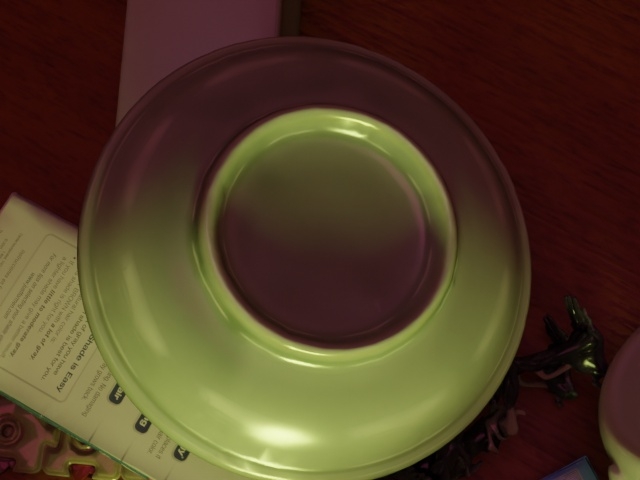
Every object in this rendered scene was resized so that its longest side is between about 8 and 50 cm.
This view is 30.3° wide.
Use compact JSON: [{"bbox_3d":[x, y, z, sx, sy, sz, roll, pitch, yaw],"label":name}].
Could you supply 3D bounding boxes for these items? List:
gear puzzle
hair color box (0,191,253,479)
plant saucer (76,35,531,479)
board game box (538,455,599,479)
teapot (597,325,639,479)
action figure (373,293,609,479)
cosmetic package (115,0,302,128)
[{"bbox_3d":[-0.180,0.162,1.198,0.338,0.044,0.176,4,74,4],"label":"gear puzzle"},{"bbox_3d":[-0.185,0.115,1.133,0.347,0.105,0.174,28,76,10],"label":"hair color box"},{"bbox_3d":[0.000,0.000,0.990,0.400,0.100,0.401,3,74,-11],"label":"plant saucer"},{"bbox_3d":[0.230,0.334,1.110,0.160,0.039,0.212,-26,73,-3],"label":"board game box"},{"bbox_3d":[0.379,0.176,1.045,0.256,0.187,0.253,-11,39,38],"label":"teapot"},{"bbox_3d":[0.127,0.152,1.114,0.275,0.164,0.141,-30,84,-13],"label":"action figure"},{"bbox_3d":[-0.105,-0.165,1.188,0.156,0.217,0.385,3,73,4],"label":"cosmetic package"}]
